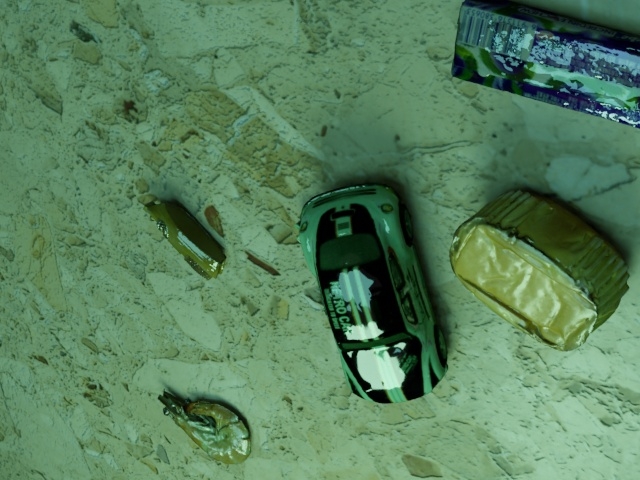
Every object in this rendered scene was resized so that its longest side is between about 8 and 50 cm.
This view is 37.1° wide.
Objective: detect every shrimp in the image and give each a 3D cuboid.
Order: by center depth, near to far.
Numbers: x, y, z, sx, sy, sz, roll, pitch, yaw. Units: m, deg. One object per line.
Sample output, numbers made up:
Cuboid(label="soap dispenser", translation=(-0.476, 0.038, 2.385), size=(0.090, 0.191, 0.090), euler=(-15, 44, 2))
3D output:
Cuboid(label="shrimp", translation=(-0.187, 0.294, 1.534), size=(0.180, 0.041, 0.099), euler=(32, 125, 14))

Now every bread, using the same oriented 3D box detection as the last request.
Cuboid(label="bread", translation=(0.252, 0.030, 1.095), size=(0.190, 0.114, 0.132), euler=(41, 138, 17))

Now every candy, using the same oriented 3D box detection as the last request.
Cuboid(label="candy", translation=(0.288, -0.177, 0.995), size=(0.312, 0.061, 0.088), euler=(21, 125, 21))

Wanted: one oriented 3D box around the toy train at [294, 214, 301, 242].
Cuboid(label="toy train", translation=(0.000, 0.000, 1.276), size=(0.083, 0.033, 0.053), euler=(43, 131, 5))

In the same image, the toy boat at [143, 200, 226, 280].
Cuboid(label="toy boat", translation=(-0.198, -0.003, 1.382), size=(0.149, 0.047, 0.049), euler=(46, 128, 2))

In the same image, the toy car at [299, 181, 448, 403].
Cuboid(label="toy car", translation=(0.066, 0.083, 1.202), size=(0.136, 0.125, 0.306), euler=(-12, 107, 16))
